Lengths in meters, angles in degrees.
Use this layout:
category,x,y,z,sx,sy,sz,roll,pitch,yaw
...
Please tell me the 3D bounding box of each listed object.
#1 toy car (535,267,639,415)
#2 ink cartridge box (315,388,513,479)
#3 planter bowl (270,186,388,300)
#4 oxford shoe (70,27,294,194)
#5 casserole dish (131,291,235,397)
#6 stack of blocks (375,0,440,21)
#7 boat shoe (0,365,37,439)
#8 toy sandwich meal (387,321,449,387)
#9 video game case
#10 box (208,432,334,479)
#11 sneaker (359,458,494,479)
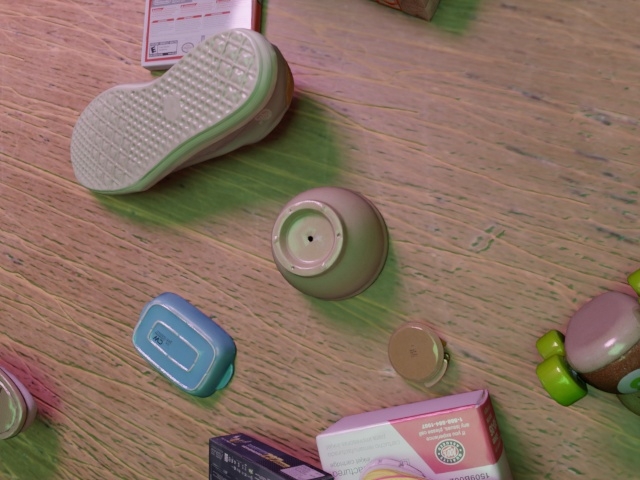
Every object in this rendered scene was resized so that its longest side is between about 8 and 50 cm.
category,x,y,z,sx,sy,sz,roll,pitch,yaw
toy car,0.357,0.151,0.600,0.188,0.149,0.155,48,114,5
ink cartridge box,0.135,0.343,0.665,0.207,0.117,0.283,-17,80,17
planter bowl,0.000,0.000,0.747,0.162,0.109,0.162,-2,84,19
oxford shoe,-0.217,-0.172,0.838,0.449,0.130,0.169,-16,86,33
casserole dish,-0.214,0.158,0.850,0.188,0.037,0.114,33,96,20
stack of blocks,0.168,-0.454,0.735,0.171,0.087,0.297,29,96,20
boat shoe,-0.580,0.243,0.938,0.302,0.103,0.113,18,79,21
toy sandwich meal,0.129,0.147,0.733,0.086,0.029,0.085,-3,85,31
video game case,-0.185,-0.418,0.892,0.204,0.025,0.285,2,86,20
box,-0.070,0.363,0.708,0.233,0.059,0.183,-7,81,55
sneaker,0.130,0.284,0.560,0.209,0.094,0.081,4,84,19
